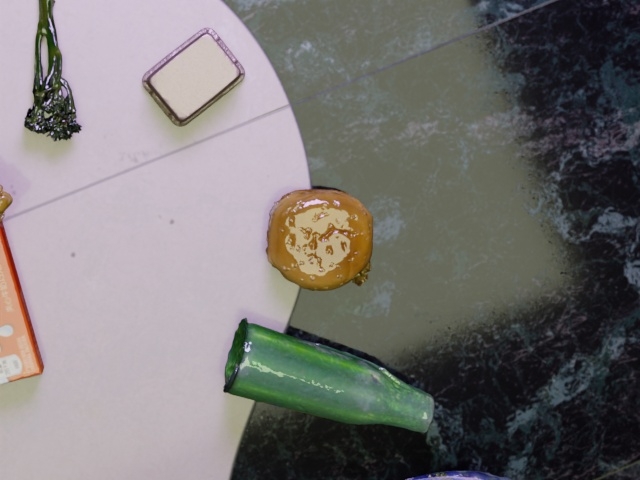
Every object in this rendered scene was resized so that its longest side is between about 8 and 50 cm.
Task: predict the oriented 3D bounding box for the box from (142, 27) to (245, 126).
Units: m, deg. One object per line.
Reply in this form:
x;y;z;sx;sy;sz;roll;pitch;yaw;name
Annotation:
-0.167;-0.217;1.787;0.122;0.062;0.089;-39;100;-2;box

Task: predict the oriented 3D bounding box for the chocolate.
0.015;0.198;1.842;0.291;0.110;0.110;18;94;-11;chocolate

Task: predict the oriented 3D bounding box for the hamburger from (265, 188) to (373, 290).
0.000;0.000;1.823;0.147;0.083;0.138;5;100;-5;hamburger

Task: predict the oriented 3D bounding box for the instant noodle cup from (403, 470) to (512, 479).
0.176;0.515;1.828;0.284;0.284;0.312;-17;106;-5;instant noodle cup

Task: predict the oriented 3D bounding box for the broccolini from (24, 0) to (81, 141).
-0.359;-0.229;1.763;0.074;0.058;0.201;-7;98;-13;broccolini

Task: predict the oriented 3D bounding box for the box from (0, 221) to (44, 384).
-0.530;0.081;1.782;0.265;0.048;0.273;-16;98;-5;box

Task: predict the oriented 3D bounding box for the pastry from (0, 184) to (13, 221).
-0.509;-0.080;1.701;0.250;0.102;0.154;37;69;19;pastry
